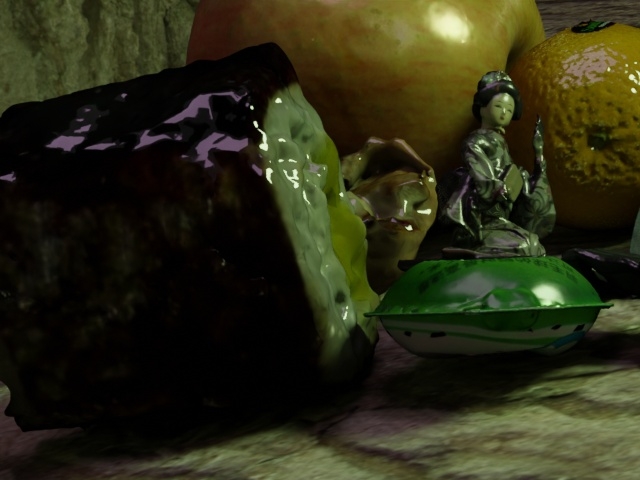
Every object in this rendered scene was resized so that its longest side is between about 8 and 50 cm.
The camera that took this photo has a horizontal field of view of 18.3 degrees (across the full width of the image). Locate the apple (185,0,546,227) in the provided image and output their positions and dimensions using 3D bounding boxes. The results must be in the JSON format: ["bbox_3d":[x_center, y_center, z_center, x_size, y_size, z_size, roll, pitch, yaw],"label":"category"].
[{"bbox_3d":[0.059,-0.181,2.176,0.346,0.391,0.391,7,19,27],"label":"apple"}]

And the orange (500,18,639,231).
[{"bbox_3d":[0.283,-0.114,2.015,0.236,0.236,0.236,-11,12,2],"label":"orange"}]

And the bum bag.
[{"bbox_3d":[0.284,0.042,1.592,0.197,0.049,0.087,19,4,43],"label":"bum bag"}]

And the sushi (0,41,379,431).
[{"bbox_3d":[-0.123,-0.001,1.663,0.294,0.299,0.281,-11,-4,14],"label":"sushi"}]

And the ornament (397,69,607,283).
[{"bbox_3d":[0.172,-0.058,1.769,0.153,0.196,0.166,-5,-13,36],"label":"ornament"}]

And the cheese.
[{"bbox_3d":[0.132,0.057,1.646,0.204,0.083,0.320,-2,-3,-5],"label":"cheese"}]

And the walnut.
[{"bbox_3d":[0.008,0.003,1.915,0.238,0.141,0.204,-14,24,-18],"label":"walnut"}]

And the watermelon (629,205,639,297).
[{"bbox_3d":[0.386,0.007,1.761,0.207,0.136,0.202,12,45,-19],"label":"watermelon"}]
